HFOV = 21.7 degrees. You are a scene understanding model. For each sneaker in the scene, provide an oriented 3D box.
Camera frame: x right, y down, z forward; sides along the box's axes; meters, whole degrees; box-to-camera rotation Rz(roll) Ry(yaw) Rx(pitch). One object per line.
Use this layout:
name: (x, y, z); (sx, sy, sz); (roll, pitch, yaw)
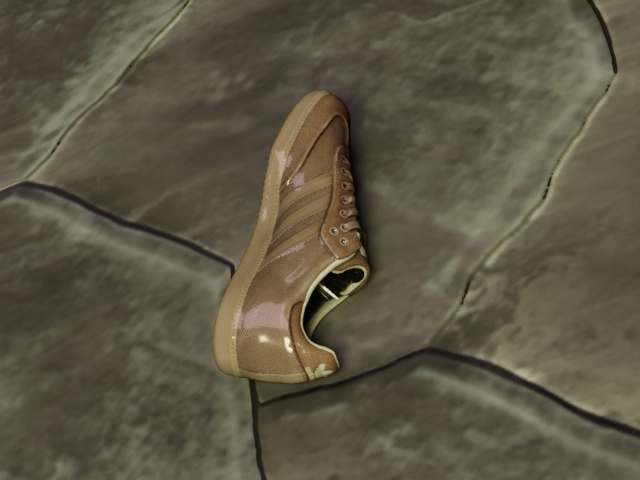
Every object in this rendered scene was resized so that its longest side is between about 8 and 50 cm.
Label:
sneaker: (0.000, 0.000, 0.947); (0.071, 0.066, 0.188); (10, 62, 16)
